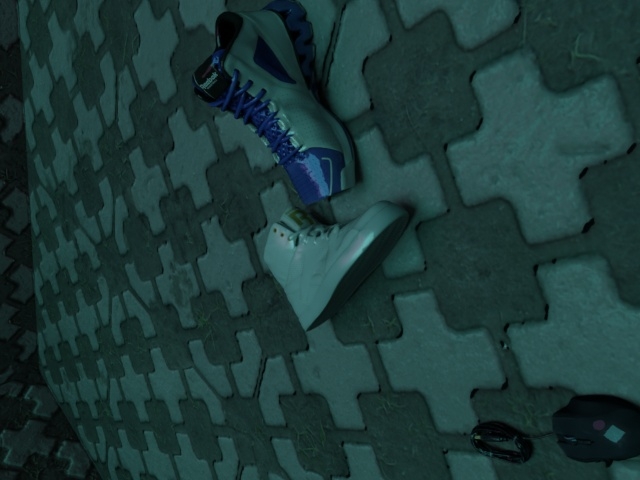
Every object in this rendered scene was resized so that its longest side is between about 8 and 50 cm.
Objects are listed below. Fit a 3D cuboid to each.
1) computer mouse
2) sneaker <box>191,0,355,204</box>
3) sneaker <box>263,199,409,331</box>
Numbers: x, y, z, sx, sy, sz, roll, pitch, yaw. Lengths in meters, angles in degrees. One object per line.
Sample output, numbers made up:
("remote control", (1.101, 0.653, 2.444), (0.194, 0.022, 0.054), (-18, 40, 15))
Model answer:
("computer mouse", (0.269, 0.234, 0.672), (0.242, 0.041, 0.071), (-34, 77, 49))
("sneaker", (-0.084, -0.194, 0.817), (0.127, 0.182, 0.316), (-23, 84, 51))
("sneaker", (0.000, 0.000, 0.845), (0.169, 0.108, 0.292), (54, 137, 17))
